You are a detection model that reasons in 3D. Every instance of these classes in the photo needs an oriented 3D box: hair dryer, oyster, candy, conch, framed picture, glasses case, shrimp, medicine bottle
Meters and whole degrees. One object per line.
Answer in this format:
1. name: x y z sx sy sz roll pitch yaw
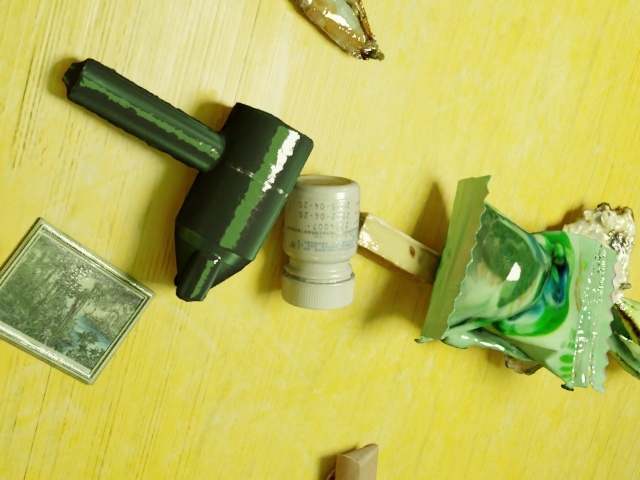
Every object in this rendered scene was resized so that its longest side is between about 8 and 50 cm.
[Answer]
1. hair dryer: -0.185 -0.079 0.940 0.302 0.116 0.244 29 87 -26
2. oyster: 0.433 0.081 1.419 0.354 0.107 0.201 -37 103 -6
3. candy: 0.334 0.081 1.248 0.397 0.172 0.263 19 82 -26
4. conch: 0.613 0.192 1.543 0.250 0.137 0.144 18 95 -37
5. framed picture: -0.302 0.079 0.950 0.183 0.011 0.142 41 80 -36
6. glasses case: 0.047 0.411 1.272 0.102 0.070 0.194 -18 115 -60
7. shrimp: 0.033 -0.299 1.046 0.091 0.043 0.184 -53 125 -14
8. medicine bottle: 0.000 0.000 1.078 0.105 0.105 0.168 -7 108 -33

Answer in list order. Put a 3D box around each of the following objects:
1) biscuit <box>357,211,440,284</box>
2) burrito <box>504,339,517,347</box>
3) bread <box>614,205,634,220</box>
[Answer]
1. biscuit: 0.111 0.013 1.193 0.188 0.052 0.056 28 77 -39
2. burrito: 0.304 0.151 1.331 0.149 0.055 0.041 28 128 -7
3. bread: 0.552 -0.032 1.495 0.083 0.036 0.047 -21 107 -27
